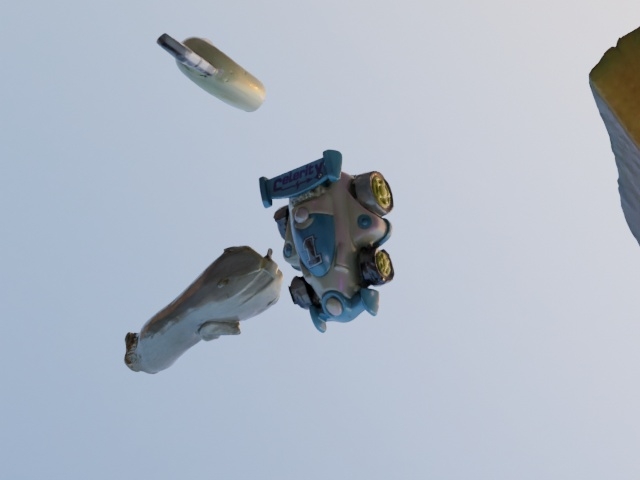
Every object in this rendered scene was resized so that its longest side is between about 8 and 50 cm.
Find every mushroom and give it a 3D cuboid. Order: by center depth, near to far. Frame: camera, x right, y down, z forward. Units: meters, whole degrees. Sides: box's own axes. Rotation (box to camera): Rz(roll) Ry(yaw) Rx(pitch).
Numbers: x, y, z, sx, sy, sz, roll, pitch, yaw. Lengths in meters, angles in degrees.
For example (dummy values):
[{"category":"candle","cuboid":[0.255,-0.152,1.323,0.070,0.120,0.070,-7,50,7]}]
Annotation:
[{"category":"mushroom","cuboid":[-0.160,0.096,1.698,0.099,0.278,0.096,52,-156,-6]}]

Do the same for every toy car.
[{"category":"toy car","cuboid":[0.000,0.000,1.278,0.098,0.126,0.162,30,-131,-47]}]

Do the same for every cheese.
[{"category":"cheese","cuboid":[-0.137,-0.206,1.493,0.127,0.050,0.235,39,-175,13]}]

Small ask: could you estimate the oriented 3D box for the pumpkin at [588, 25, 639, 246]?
[{"category":"pumpkin","cuboid":[0.253,-0.034,0.777,0.131,0.248,0.126,-30,-169,3]}]
